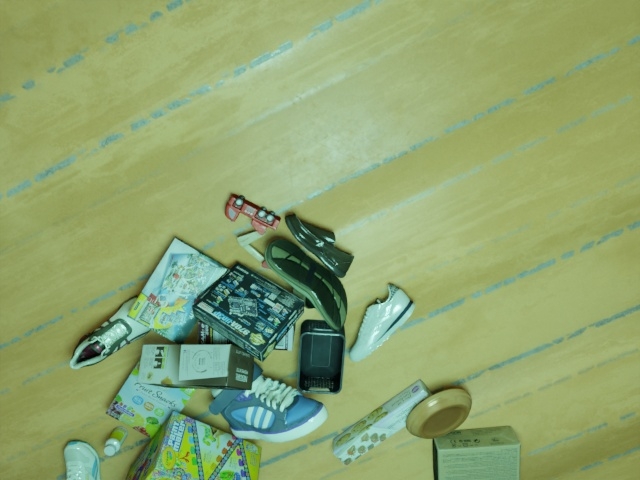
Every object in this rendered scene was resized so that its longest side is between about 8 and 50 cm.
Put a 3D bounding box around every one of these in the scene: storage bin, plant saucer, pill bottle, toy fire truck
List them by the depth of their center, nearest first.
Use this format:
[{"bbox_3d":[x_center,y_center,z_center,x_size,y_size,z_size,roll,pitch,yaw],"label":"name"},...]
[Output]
[{"bbox_3d":[-0.169,-0.020,1.289,0.192,0.047,0.135,27,103,-8],"label":"toy fire truck"},{"bbox_3d":[0.002,0.315,1.365,0.122,0.084,0.180,4,105,-1],"label":"storage bin"},{"bbox_3d":[0.334,0.488,1.389,0.200,0.037,0.200,-11,131,-13],"label":"plant saucer"},{"bbox_3d":[-0.587,0.575,1.437,0.043,0.083,0.043,0,105,0],"label":"pill bottle"}]

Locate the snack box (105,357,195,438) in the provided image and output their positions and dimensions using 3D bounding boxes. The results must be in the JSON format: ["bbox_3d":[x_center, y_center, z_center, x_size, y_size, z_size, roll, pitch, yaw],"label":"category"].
[{"bbox_3d":[-0.467,0.434,1.405,0.174,0.070,0.207,32,102,-9],"label":"snack box"}]

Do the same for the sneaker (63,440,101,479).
[{"bbox_3d":[-0.700,0.695,1.467,0.087,0.092,0.229,-6,104,3],"label":"sneaker"}]

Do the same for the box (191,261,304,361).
[{"bbox_3d":[-0.177,0.170,1.243,0.220,0.175,0.051,28,144,19],"label":"box"}]

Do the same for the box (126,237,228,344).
[{"bbox_3d":[-0.365,0.132,1.298,0.159,0.044,0.233,32,86,-10],"label":"box"}]

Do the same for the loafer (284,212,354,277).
[{"bbox_3d":[0.000,0.000,1.287,0.220,0.080,0.078,43,92,-16],"label":"loafer"}]

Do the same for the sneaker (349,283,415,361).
[{"bbox_3d":[0.148,0.225,1.348,0.095,0.090,0.235,42,98,2],"label":"sneaker"}]

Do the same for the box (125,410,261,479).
[{"bbox_3d":[-0.359,0.661,1.366,0.279,0.177,0.290,30,117,-16],"label":"box"}]

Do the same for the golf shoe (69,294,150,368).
[{"bbox_3d":[-0.540,0.251,1.330,0.273,0.120,0.105,-38,101,8],"label":"golf shoe"}]

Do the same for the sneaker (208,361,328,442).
[{"bbox_3d":[-0.158,0.393,1.323,0.322,0.130,0.236,-16,101,32],"label":"sneaker"}]

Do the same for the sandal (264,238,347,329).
[{"bbox_3d":[-0.036,0.113,1.301,0.303,0.120,0.086,46,134,-18],"label":"sandal"}]

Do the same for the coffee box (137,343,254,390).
[{"bbox_3d":[-0.308,0.319,1.262,0.246,0.141,0.098,-4,69,18],"label":"coffee box"}]

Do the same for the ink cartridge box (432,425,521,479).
[{"bbox_3d":[0.449,0.651,1.455,0.234,0.088,0.193,-4,107,1],"label":"ink cartridge box"}]

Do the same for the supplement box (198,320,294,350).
[{"bbox_3d":[-0.187,0.223,1.315,0.239,0.130,0.073,3,106,0],"label":"supplement box"}]

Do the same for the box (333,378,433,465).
[{"bbox_3d":[0.177,0.520,1.432,0.324,0.067,0.063,-38,102,11],"label":"box"}]
